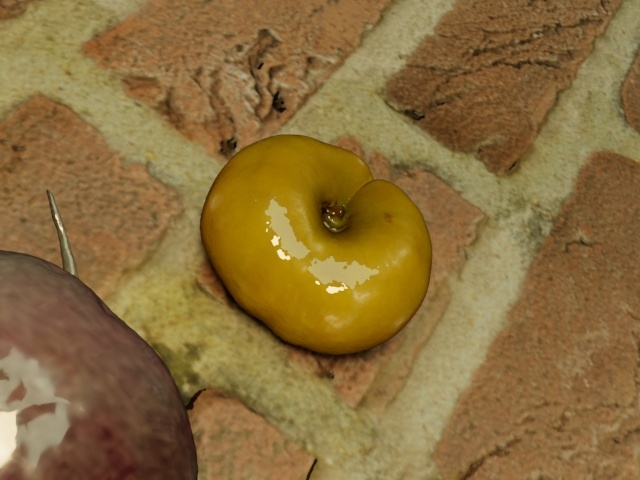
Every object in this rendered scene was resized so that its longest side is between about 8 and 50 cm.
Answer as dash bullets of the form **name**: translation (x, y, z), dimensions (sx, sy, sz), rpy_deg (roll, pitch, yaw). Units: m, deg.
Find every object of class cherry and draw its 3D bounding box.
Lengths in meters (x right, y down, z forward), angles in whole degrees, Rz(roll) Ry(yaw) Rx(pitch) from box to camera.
- **cherry**: translation (-0.174, 0.109, 0.712), dimensions (0.213, 0.183, 0.266), rpy_deg (35, 55, 12)

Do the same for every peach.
- **peach**: translation (0.000, 0.000, 0.999), dimensions (0.179, 0.103, 0.179), rpy_deg (22, 40, -19)
